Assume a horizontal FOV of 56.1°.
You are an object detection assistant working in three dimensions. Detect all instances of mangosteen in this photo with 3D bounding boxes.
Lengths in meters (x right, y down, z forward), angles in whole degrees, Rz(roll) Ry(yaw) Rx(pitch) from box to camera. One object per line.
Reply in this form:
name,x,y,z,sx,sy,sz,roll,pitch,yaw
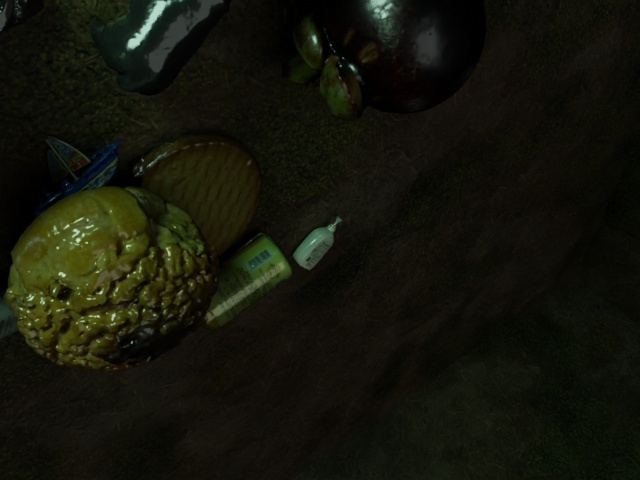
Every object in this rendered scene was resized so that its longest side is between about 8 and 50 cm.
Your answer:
mangosteen,0.094,-0.341,0.984,0.346,0.307,0.307,-26,146,2

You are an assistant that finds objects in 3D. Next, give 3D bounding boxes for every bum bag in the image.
bum bag,-0.401,-0.285,0.748,0.124,0.034,0.058,-38,137,-9

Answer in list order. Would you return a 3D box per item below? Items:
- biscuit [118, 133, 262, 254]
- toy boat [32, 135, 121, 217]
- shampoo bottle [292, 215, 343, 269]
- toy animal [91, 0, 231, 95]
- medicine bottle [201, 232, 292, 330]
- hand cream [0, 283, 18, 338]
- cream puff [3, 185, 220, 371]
biscuit,-0.250,-0.064,1.143,0.318,0.040,0.318,-27,144,-22
toy boat,-0.385,-0.112,0.925,0.175,0.091,0.110,-40,119,-12
shampoo bottle,0.000,0.000,1.470,0.152,0.045,0.077,-48,144,10
toy animal,-0.165,-0.341,0.808,0.343,0.168,0.106,-36,147,15
medicine bottle,-0.186,0.095,1.315,0.239,0.124,0.124,-35,146,-12
hand cream,-0.557,0.148,0.924,0.124,0.078,0.340,-46,176,33
cream puff,-0.311,0.074,0.956,0.327,0.231,0.343,-28,159,-25
